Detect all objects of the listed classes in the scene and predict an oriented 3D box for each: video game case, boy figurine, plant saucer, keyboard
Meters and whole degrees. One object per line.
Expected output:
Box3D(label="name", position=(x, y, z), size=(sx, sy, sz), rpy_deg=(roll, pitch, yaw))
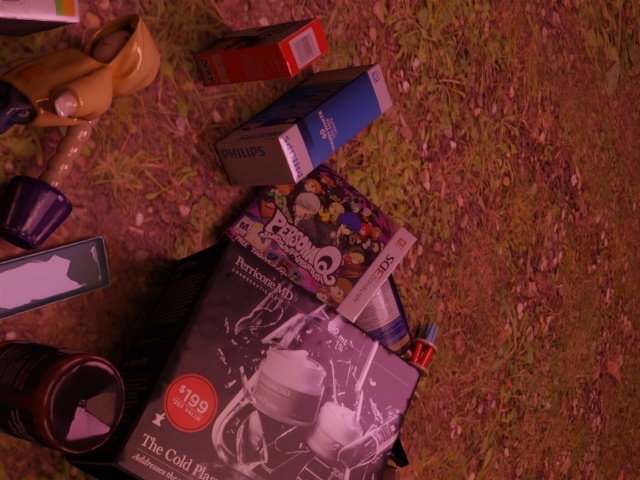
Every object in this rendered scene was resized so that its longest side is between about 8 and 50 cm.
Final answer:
Box3D(label="video game case", position=(0.000, 0.000, 1.352), size=(0.232, 0.042, 0.210), rpy_deg=(40, 58, 2))
Box3D(label="boy figurine", position=(-0.298, -0.170, 0.986), size=(0.285, 0.177, 0.092), rpy_deg=(-26, 124, -27))
Box3D(label="plant saucer", position=(-0.338, 0.046, 1.082), size=(0.192, 0.018, 0.067), rpy_deg=(-18, 106, -47))
Box3D(label="keyboard", position=(0.097, 0.303, 1.522), size=(0.100, 0.038, 0.192), rpy_deg=(45, 19, -47))

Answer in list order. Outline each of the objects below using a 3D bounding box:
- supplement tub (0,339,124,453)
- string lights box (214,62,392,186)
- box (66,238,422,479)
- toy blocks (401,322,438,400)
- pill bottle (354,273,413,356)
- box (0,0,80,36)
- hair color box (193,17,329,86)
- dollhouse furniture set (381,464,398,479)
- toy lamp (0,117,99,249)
Box3D(label="supplement tub", position=(-0.311, 0.163, 0.979), size=(0.106, 0.197, 0.106), rpy_deg=(-5, 96, -50))
Box3D(label="string lights box", position=(-0.021, -0.176, 1.354), size=(0.259, 0.133, 0.077), rpy_deg=(-42, 121, -39))
Box3D(label="box", position=(-0.089, 0.227, 1.182), size=(0.343, 0.179, 0.313), rpy_deg=(36, 62, -22))
Box3D(label="toy blocks", position=(0.165, 0.200, 1.650), size=(0.123, 0.054, 0.148), rpy_deg=(48, 57, -40))
Box3D(label="pill bottle", position=(0.064, 0.087, 1.467), size=(0.122, 0.122, 0.219), rpy_deg=(-33, 109, -44))
Box3D(label="box", position=(-0.346, -0.335, 0.983), size=(0.103, 0.114, 0.203), rpy_deg=(-11, 99, -49))
Box3D(label="hair color box", position=(-0.083, -0.261, 1.251), size=(0.093, 0.167, 0.053), rpy_deg=(-44, 122, -39))
Box3D(label="dollhouse furniture set", position=(-0.005, 0.401, 1.434), size=(0.262, 0.135, 0.259), rpy_deg=(-23, 120, -47))
Box3D(label="toy lamp", position=(-0.299, -0.115, 1.079), size=(0.080, 0.080, 0.275), rpy_deg=(46, 56, -40))
